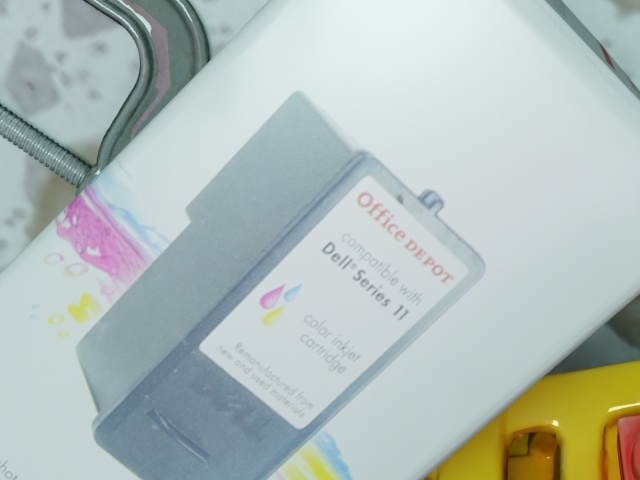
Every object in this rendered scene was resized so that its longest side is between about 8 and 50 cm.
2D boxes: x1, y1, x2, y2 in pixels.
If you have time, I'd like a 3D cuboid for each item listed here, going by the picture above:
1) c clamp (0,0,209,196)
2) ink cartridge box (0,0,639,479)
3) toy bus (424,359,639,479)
[{"bbox_3d":[-0.117,-0.062,0.551,0.161,0.022,0.137,40,109,-1],"label":"c clamp"},{"bbox_3d":[0.000,0.000,0.438,0.353,0.207,0.119,-43,93,14],"label":"ink cartridge box"},{"bbox_3d":[0.094,0.100,0.428,0.220,0.211,0.149,-8,70,13],"label":"toy bus"}]
